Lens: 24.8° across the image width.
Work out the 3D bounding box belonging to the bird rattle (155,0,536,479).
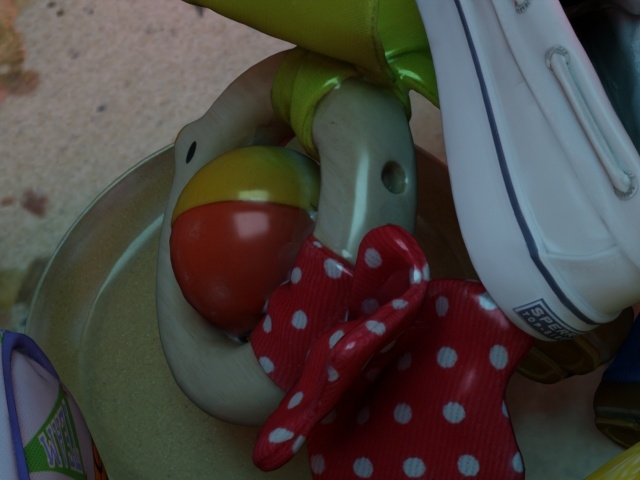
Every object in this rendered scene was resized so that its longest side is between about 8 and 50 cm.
[{"bbox_3d":[0.000,0.000,0.606,0.143,0.207,0.253,4,71,-34],"label":"bird rattle"}]

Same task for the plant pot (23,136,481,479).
[{"bbox_3d":[-0.024,0.046,0.691,0.236,0.032,0.236,-6,60,10],"label":"plant pot"}]

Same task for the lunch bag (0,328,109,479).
[{"bbox_3d":[-0.104,0.186,0.469,0.115,0.303,0.243,-14,58,-6],"label":"lunch bag"}]

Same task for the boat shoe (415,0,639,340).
[{"bbox_3d":[0.089,-0.092,0.547,0.084,0.095,0.258,-29,62,34],"label":"boat shoe"}]

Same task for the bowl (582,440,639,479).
[{"bbox_3d":[0.146,0.174,0.490,0.289,0.289,0.156,-36,17,-9],"label":"bowl"}]

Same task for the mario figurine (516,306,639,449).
[{"bbox_3d":[0.200,-0.070,0.622,0.170,0.198,0.320,16,69,34],"label":"mario figurine"}]
